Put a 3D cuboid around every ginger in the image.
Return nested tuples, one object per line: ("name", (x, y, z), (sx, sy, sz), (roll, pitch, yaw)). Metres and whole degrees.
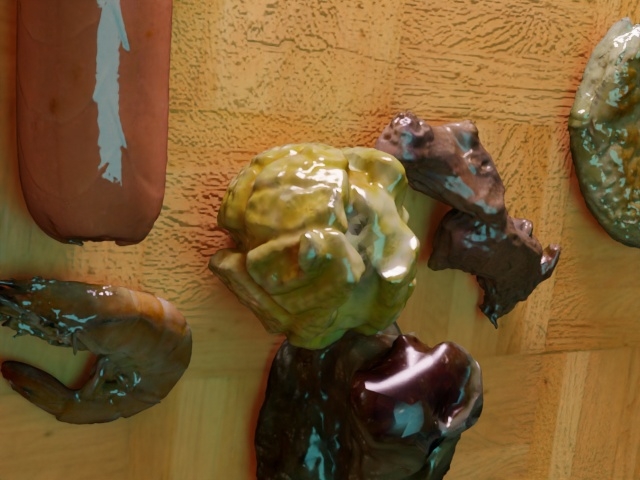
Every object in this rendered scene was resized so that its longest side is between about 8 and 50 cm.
("ginger", (0.140, -0.031, 1.344), (0.122, 0.084, 0.290), (-37, 127, 4))

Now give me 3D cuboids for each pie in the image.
("pie", (0.388, -0.127, 1.483), (0.302, 0.067, 0.302), (-9, 106, -33))

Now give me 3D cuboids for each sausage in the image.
("sausage", (-0.177, -0.142, 1.062), (0.121, 0.121, 0.304), (-6, 105, -33))

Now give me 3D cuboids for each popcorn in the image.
("popcorn", (0.001, 0.000, 1.186), (0.187, 0.167, 0.185), (18, 64, -37))

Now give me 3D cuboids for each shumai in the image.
("shumai", (0.066, 0.203, 1.274), (0.222, 0.204, 0.272), (-37, 124, -20))

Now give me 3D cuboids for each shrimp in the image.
("shrimp", (-0.213, 0.092, 1.156), (0.236, 0.053, 0.133), (18, 112, -40))
